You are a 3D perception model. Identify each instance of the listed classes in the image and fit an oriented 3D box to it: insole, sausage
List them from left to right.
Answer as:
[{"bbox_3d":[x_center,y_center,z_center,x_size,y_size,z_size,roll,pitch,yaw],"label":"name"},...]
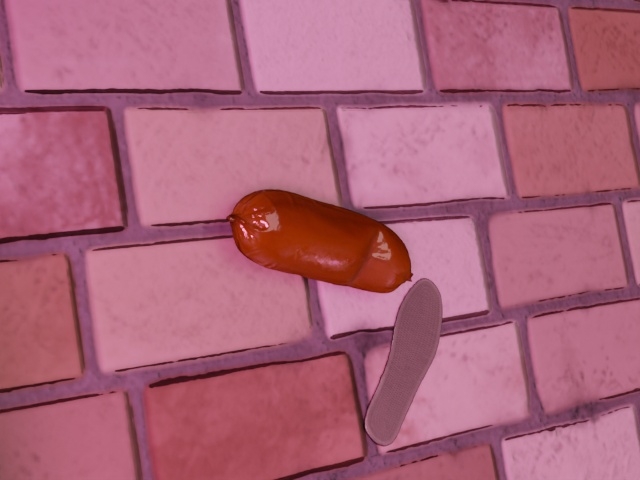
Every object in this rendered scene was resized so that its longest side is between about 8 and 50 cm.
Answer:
[{"bbox_3d":[0.000,0.000,0.922,0.183,0.054,0.062,13,105,-37],"label":"sausage"},{"bbox_3d":[0.071,0.099,0.988,0.053,0.002,0.153,40,59,-25],"label":"insole"}]
